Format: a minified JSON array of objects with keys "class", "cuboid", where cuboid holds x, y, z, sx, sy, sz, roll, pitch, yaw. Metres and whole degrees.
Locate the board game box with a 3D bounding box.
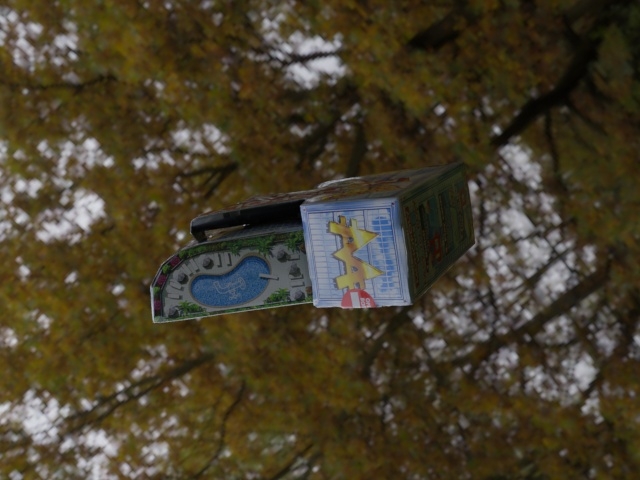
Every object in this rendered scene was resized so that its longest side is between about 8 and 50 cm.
[{"class":"board game box","cuboid":[0.000,0.000,0.674,0.194,0.194,0.060,-65,-33,-83]}]
